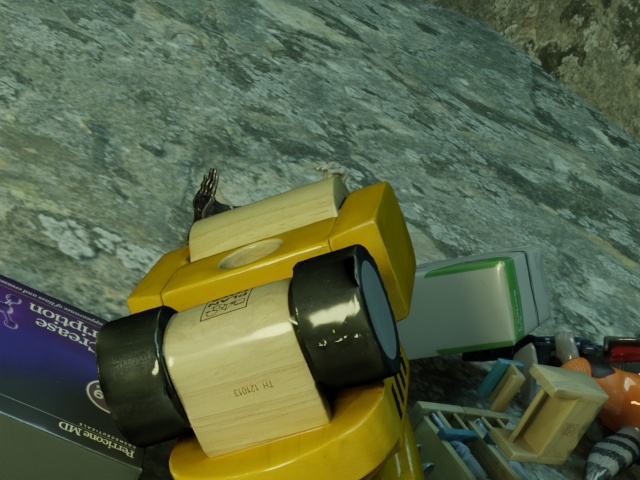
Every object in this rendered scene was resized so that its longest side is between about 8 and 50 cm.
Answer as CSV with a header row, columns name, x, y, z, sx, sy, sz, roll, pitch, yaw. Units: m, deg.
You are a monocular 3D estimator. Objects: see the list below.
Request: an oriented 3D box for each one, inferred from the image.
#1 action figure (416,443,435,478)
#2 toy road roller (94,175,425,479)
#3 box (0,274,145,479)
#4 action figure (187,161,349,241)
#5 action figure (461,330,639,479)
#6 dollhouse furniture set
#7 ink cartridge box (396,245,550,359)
name,x,y,z,sx,sy,sz,roll,pitch,yaw
action figure,0.010,0.146,1.269,0.232,0.063,0.137,41,-11,32
toy road roller,-0.018,0.111,1.028,0.329,0.203,0.240,-73,143,-70
box,-0.260,0.106,0.997,0.261,0.103,0.184,25,24,-13
action figure,0.000,0.000,1.515,0.276,0.141,0.164,13,28,-30
action figure,0.304,0.185,1.487,0.341,0.178,0.330,1,-9,24
dollhouse furniture set,0.184,0.178,1.281,0.129,0.183,0.129,12,27,-38
ink cartridge box,0.153,0.067,1.469,0.160,0.092,0.219,-10,0,20
